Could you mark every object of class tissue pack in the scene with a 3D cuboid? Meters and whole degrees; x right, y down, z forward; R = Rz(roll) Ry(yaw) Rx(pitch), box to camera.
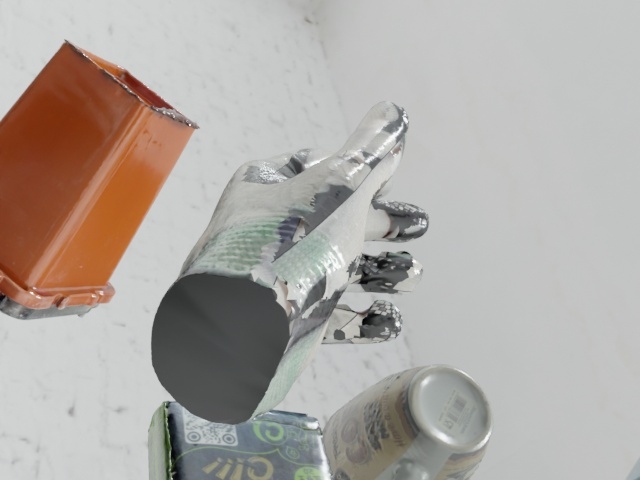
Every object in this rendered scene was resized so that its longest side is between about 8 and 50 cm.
[{"bbox_3d":[-0.065,0.252,0.727,0.235,0.174,0.073,-111,-143,-53],"label":"tissue pack"}]

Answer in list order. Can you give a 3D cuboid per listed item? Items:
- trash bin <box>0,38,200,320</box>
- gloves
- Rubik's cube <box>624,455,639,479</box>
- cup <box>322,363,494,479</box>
[{"bbox_3d":[-0.242,-0.054,0.739,0.161,0.184,0.238,38,-81,13],"label":"trash bin"},{"bbox_3d":[-0.008,0.002,0.430,0.111,0.212,0.127,-1,-67,16],"label":"gloves"},{"bbox_3d":[0.458,0.320,0.919,0.254,0.254,0.254,-24,-122,46],"label":"Rubik's cube"},{"bbox_3d":[0.124,0.328,1.203,0.301,0.227,0.257,-60,179,-39],"label":"cup"}]
